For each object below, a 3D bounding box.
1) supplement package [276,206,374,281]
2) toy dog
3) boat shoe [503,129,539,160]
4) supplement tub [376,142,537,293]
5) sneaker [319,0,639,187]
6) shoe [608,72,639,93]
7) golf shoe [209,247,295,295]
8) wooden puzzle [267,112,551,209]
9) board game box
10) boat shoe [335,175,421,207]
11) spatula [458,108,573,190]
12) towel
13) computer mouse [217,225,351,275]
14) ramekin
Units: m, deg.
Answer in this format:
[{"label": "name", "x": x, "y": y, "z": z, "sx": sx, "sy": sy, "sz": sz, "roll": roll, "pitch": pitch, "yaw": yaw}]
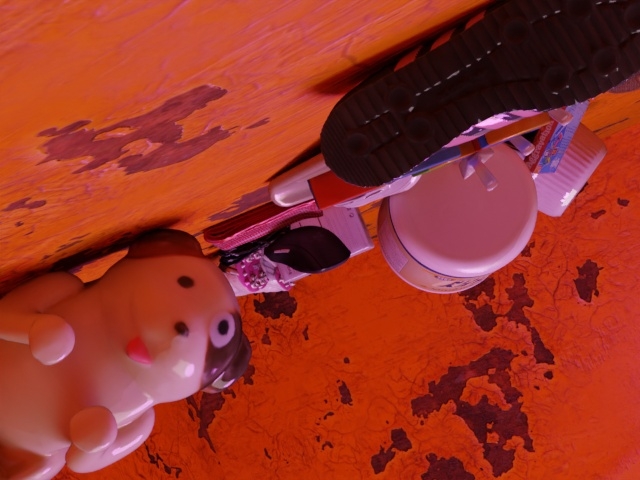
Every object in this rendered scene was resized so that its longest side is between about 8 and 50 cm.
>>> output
[{"label": "supplement package", "x": 0.000, "y": 0.000, "z": 2.056, "sx": 0.179, "sy": 0.105, "sz": 0.105, "roll": -23, "pitch": 177, "yaw": 8}, {"label": "toy dog", "x": -0.292, "y": 0.164, "z": 1.410, "sx": 0.408, "sy": 0.284, "sz": 0.395, "roll": -25, "pitch": 176, "yaw": 13}, {"label": "boat shoe", "x": 0.338, "y": -0.182, "z": 1.792, "sx": 0.219, "sy": 0.078, "sz": 0.070, "roll": -27, "pitch": 141, "yaw": -61}, {"label": "supplement tub", "x": 0.212, "y": -0.035, "z": 1.747, "sx": 0.228, "sy": 0.228, "sz": 0.316, "roll": -22, "pitch": 172, "yaw": -6}, {"label": "sneaker", "x": 0.150, "y": -0.156, "z": 0.959, "sx": 0.319, "sy": 0.112, "sz": 0.131, "roll": -21, "pitch": -166, "yaw": 15}, {"label": "shoe", "x": 0.411, "y": -0.247, "z": 1.441, "sx": 0.076, "sy": 0.058, "sz": 0.219, "roll": -3, "pitch": 176, "yaw": 12}, {"label": "golf shoe", "x": -0.148, "y": 0.057, "z": 2.125, "sx": 0.140, "sy": 0.115, "sz": 0.306, "roll": -13, "pitch": 173, "yaw": 19}, {"label": "wooden puzzle", "x": 0.137, "y": -0.124, "z": 1.319, "sx": 0.322, "sy": 0.080, "sz": 0.348, "roll": -20, "pitch": 175, "yaw": -27}, {"label": "board game box", "x": 0.396, "y": -0.181, "z": 1.778, "sx": 0.145, "sy": 0.027, "sz": 0.281, "roll": -66, "pitch": 164, "yaw": 11}, {"label": "boat shoe", "x": 0.076, "y": -0.093, "z": 1.583, "sx": 0.063, "sy": 0.066, "sz": 0.184, "roll": -13, "pitch": 177, "yaw": -43}, {"label": "spatula", "x": 0.254, "y": -0.133, "z": 1.407, "sx": 0.168, "sy": 0.019, "sz": 0.242, "roll": -42, "pitch": -167, "yaw": 11}, {"label": "towel", "x": -0.085, "y": -0.029, "z": 1.737, "sx": 0.199, "sy": 0.031, "sz": 0.275, "roll": -22, "pitch": 176, "yaw": -1}, {"label": "computer mouse", "x": -0.078, "y": 0.014, "z": 1.866, "sx": 0.184, "sy": 0.060, "sz": 0.262, "roll": -24, "pitch": -159, "yaw": -24}, {"label": "ramekin", "x": 0.493, "y": -0.146, "z": 2.172, "sx": 0.207, "sy": 0.109, "sz": 0.207, "roll": -52, "pitch": 170, "yaw": -14}]
